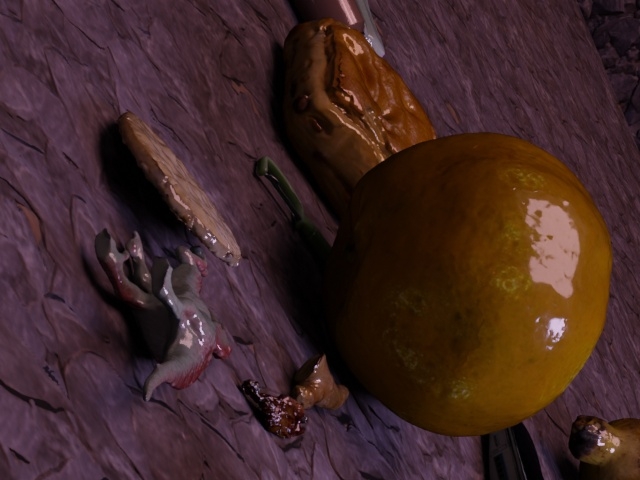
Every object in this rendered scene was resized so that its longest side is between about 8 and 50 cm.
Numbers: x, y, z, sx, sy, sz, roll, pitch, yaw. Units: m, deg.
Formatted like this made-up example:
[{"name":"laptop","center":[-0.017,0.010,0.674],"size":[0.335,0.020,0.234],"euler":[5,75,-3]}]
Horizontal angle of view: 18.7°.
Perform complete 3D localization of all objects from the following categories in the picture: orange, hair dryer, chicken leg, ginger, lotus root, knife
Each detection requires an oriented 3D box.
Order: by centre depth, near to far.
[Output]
[{"name":"chicken leg","center":[-0.034,0.134,1.517],"size":[0.083,0.021,0.036],"euler":[32,45,-52]},{"name":"ginger","center":[-0.005,0.117,1.615],"size":[0.097,0.030,0.048],"euler":[13,80,-66]},{"name":"orange","center":[0.125,0.036,1.734],"size":[0.235,0.279,0.279],"euler":[24,32,-18]},{"name":"knife","center":[-0.001,0.000,1.826],"size":[0.212,0.015,0.054],"euler":[54,12,-27]},{"name":"hair dryer","center":[0.051,-0.291,2.168],"size":[0.117,0.182,0.064],"euler":[64,-24,-1]},{"name":"lotus root","center":[0.389,0.306,2.299],"size":[0.314,0.141,0.169],"euler":[49,18,-36]}]

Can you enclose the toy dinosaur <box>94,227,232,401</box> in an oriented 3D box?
[{"name":"toy dinosaur","center":[-0.099,0.068,1.358],"size":[0.242,0.053,0.167],"euler":[-105,168,-59]}]

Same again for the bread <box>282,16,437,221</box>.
[{"name":"bread","center":[0.050,-0.105,1.984],"size":[0.235,0.099,0.210],"euler":[54,19,-28]}]

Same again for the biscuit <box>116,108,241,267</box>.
[{"name":"biscuit","center":[-0.108,-0.041,1.499],"size":[0.152,0.020,0.152],"euler":[52,4,-5]}]

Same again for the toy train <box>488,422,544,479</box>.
[{"name":"toy train","center":[0.198,0.242,2.000],"size":[0.055,0.048,0.252],"euler":[50,15,-24]}]

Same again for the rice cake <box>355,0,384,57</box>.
[{"name":"rice cake","center":[0.017,-0.318,2.297],"size":[0.127,0.043,0.237],"euler":[46,25,-43]}]
